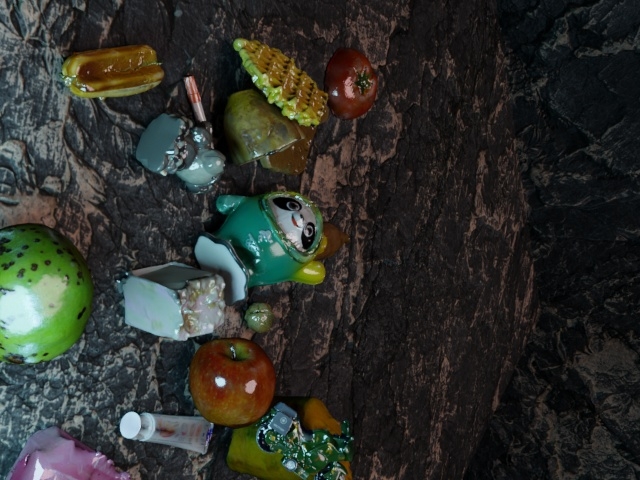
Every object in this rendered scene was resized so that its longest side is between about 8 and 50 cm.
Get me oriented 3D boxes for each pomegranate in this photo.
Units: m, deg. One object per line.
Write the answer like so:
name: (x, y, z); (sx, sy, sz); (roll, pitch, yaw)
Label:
pomegranate: (-0.538, 0.101, 1.290); (0.271, 0.254, 0.254); (-25, 118, -38)

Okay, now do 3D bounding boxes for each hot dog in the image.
hot dog: (-0.425, -0.348, 1.494); (0.250, 0.076, 0.104); (-32, 103, -52)

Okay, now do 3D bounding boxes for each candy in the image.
candy: (-0.335, 0.135, 1.627); (0.185, 0.195, 0.137); (-14, 113, -58)

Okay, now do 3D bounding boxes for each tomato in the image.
tomato: (0.103, -0.481, 2.215); (0.225, 0.085, 0.224); (-17, 111, -50)

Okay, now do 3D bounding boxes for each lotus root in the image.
lotus root: (-0.146, -0.295, 1.799); (0.199, 0.188, 0.179); (-23, 95, -27)

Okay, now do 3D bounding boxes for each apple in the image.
apple: (-0.225, 0.362, 1.806); (0.230, 0.230, 0.229); (-16, 110, -53)

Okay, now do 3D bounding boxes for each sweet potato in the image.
sweet potato: (-0.002, -0.002, 2.122); (0.337, 0.131, 0.131); (-16, 110, -53)

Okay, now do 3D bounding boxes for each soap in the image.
soap: (-0.518, 0.541, 1.496); (0.220, 0.127, 0.325); (-63, 140, -26)

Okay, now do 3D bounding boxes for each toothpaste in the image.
toothpaste: (-0.361, 0.467, 1.768); (0.323, 0.066, 0.100); (35, 64, -57)

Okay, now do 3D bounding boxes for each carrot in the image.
carrot: (-0.071, 0.554, 2.000); (0.241, 0.341, 0.241); (-1, 90, -67)

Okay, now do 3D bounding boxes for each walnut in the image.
walnut: (-0.167, 0.210, 1.976); (0.092, 0.092, 0.092); (-16, 110, -53)

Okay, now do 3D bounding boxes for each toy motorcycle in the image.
toy motorcycle: (-0.026, 0.504, 1.822); (0.187, 0.275, 0.125); (-55, -176, -12)

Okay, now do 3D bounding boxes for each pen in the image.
pen: (-0.287, -0.284, 1.739); (0.028, 0.028, 0.239); (-42, 130, -43)

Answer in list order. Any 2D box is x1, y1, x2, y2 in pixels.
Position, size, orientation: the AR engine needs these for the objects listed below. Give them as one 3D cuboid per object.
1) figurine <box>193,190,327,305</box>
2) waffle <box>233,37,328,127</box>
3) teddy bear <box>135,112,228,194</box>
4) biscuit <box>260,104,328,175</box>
figurine: (-0.139, 0.005, 1.848); (0.340, 0.231, 0.323); (-29, 85, -40)
waffle: (-0.083, -0.398, 1.831); (0.060, 0.307, 0.312); (-44, 163, 25)
teddy bear: (-0.292, -0.208, 1.651); (0.251, 0.144, 0.171); (18, 75, -57)
biscuit: (-0.071, -0.297, 2.034); (0.319, 0.047, 0.183); (-57, 141, -31)
